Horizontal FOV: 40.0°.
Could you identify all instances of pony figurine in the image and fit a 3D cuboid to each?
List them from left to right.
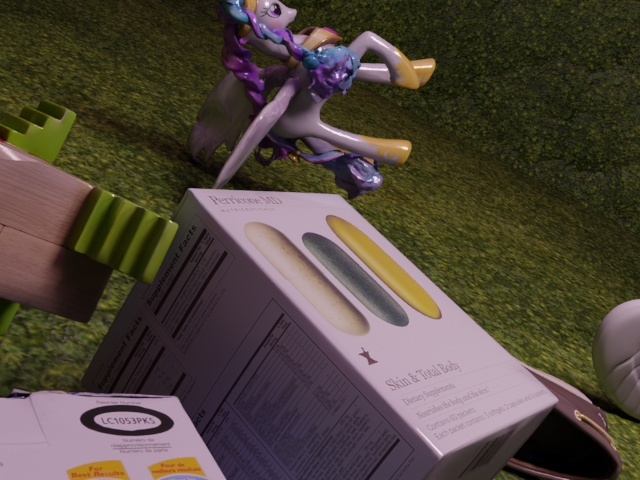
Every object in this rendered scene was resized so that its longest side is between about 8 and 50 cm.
[{"bbox_3d":[-0.043,-0.202,1.311,0.363,0.351,0.303,22,19,-24],"label":"pony figurine"}]

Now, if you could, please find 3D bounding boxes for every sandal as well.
[{"bbox_3d":[0.527,0.195,1.271,0.416,0.169,0.102,31,18,-26],"label":"sandal"}]

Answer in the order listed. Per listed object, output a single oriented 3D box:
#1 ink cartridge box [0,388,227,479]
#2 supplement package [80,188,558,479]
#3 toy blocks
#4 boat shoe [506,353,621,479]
[{"bbox_3d":[-0.148,0.201,0.390,0.270,0.151,0.395,10,25,-39],"label":"ink cartridge box"},{"bbox_3d":[-0.005,0.116,0.683,0.263,0.198,0.199,44,25,26],"label":"supplement package"},{"bbox_3d":[-0.325,-0.062,0.651,0.381,0.190,0.261,24,-3,42],"label":"toy blocks"},{"bbox_3d":[0.180,0.177,0.939,0.324,0.116,0.096,25,15,-19],"label":"boat shoe"}]
